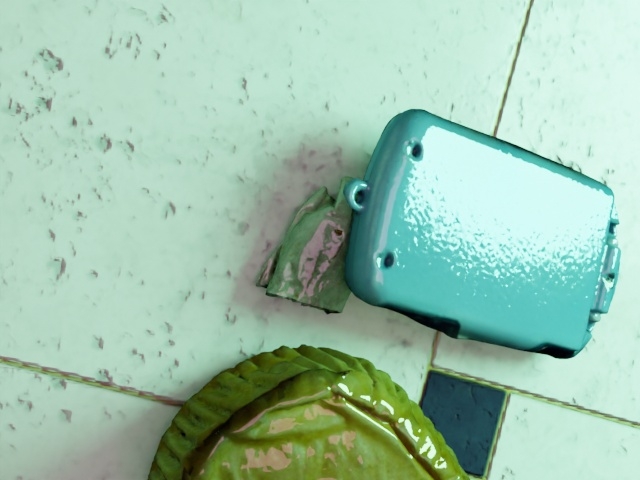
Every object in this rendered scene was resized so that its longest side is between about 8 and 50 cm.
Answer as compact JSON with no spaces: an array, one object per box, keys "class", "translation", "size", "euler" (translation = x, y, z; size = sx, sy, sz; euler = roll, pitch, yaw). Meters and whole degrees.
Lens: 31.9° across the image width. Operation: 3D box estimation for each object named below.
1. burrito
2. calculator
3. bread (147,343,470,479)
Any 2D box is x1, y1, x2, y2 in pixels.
[{"class":"burrito","translation":[0.003,0.002,0.923],"size":[0.074,0.044,0.118],"euler":[25,87,-15]},{"class":"calculator","translation":[0.142,0.001,0.948],"size":[0.293,0.051,0.173],"euler":[17,85,-28]},{"class":"bread","translation":[-0.004,0.211,0.876],"size":[0.227,0.142,0.253],"euler":[-40,107,-16]}]
